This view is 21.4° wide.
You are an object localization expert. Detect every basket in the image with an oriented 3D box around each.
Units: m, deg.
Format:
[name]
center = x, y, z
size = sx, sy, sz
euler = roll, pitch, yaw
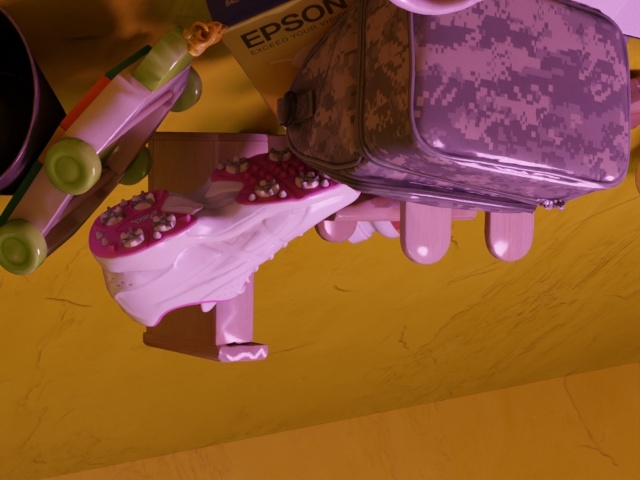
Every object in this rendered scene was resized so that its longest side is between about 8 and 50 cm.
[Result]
[basket]
center = -0.343, -0.129, 1.746
size = 0.154, 0.204, 0.227
euler = -7, 172, 3

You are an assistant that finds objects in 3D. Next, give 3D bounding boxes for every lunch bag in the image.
[lunch bag]
center = 0.141, -0.137, 1.765
size = 0.305, 0.213, 0.256
euler = 8, 168, -32

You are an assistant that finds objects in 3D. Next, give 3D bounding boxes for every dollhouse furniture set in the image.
[dollhouse furniture set]
center = 0.000, 0.000, 2.047
size = 0.394, 0.257, 0.362
euler = -1, -175, -36

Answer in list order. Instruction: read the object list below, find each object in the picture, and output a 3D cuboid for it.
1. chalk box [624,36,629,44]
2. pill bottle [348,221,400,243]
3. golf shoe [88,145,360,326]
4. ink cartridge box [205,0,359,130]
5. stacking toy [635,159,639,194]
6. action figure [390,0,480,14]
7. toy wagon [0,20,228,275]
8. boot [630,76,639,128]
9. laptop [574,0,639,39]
[chalk box]
center = 0.263, -0.227, 1.982
size = 0.132, 0.132, 0.213
euler = 8, 106, -47
[pill bottle]
center = 0.126, -0.076, 2.359
size = 0.216, 0.121, 0.121
euler = -22, 160, 14
[golf shoe]
center = -0.095, -0.006, 1.830
size = 0.306, 0.115, 0.140
euler = -18, 124, -11
[ink cartridge box]
center = 0.044, -0.262, 1.774
size = 0.303, 0.072, 0.307
euler = -22, 153, 10
[stacking toy]
center = 0.647, -0.133, 2.512
size = 0.350, 0.351, 0.480
euler = -6, 177, -30
[action figure]
center = -0.039, -0.292, 1.425
size = 0.248, 0.276, 0.370
euler = -25, 174, 40
[toy wagon]
center = -0.213, -0.111, 1.754
size = 0.344, 0.068, 0.267
euler = -52, 179, 31
[boot]
center = 0.339, -0.156, 2.367
size = 0.248, 0.090, 0.207
euler = -6, 157, -39
[laptop]
center = 0.447, -0.323, 1.744
size = 0.382, 0.236, 0.408
euler = 4, 128, -46
